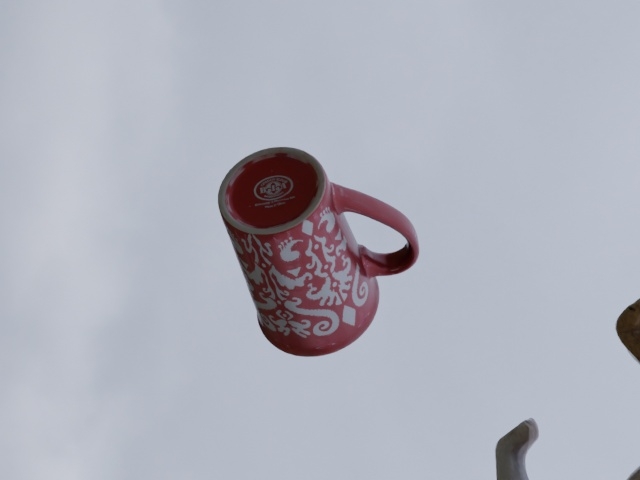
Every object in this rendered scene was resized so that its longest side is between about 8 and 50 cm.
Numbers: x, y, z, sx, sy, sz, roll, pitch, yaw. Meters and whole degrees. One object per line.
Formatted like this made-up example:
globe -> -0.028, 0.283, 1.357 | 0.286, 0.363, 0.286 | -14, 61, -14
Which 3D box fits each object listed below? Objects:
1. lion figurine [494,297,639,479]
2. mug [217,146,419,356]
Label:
lion figurine -> 0.221, 0.179, 0.944 | 0.240, 0.142, 0.392 | 53, -57, 16
mug -> -0.007, -0.004, 1.308 | 0.113, 0.150, 0.169 | 43, -15, 36
